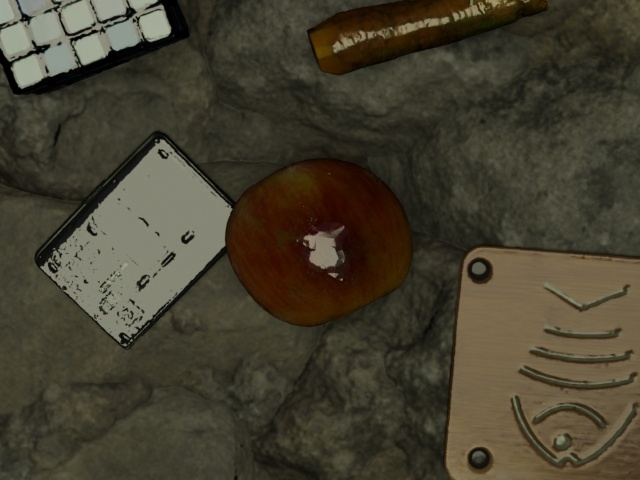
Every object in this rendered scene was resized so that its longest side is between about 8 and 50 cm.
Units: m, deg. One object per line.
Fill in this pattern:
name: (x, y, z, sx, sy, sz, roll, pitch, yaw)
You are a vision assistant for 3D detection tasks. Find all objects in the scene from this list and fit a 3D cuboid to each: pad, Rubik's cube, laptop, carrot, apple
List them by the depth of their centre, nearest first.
Rubik's cube: (-0.257, -0.265, 1.791, 0.187, 0.182, 0.184, -20, 97, 2)
apple: (0.000, 0.000, 1.841, 0.195, 0.160, 0.173, -25, 83, -10)
carrot: (0.116, -0.239, 1.851, 0.260, 0.070, 0.070, -15, 96, 1)
laptop: (-0.199, 0.000, 1.899, 0.207, 0.026, 0.154, -45, 96, 5)
pad: (0.289, 0.154, 1.925, 0.286, 0.018, 0.284, 5, 97, 1)
